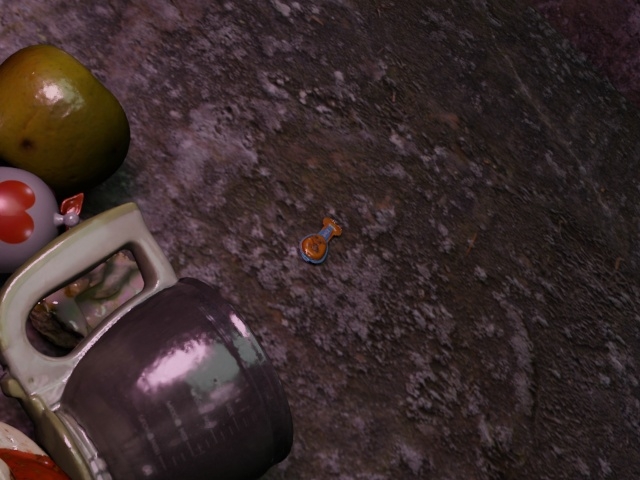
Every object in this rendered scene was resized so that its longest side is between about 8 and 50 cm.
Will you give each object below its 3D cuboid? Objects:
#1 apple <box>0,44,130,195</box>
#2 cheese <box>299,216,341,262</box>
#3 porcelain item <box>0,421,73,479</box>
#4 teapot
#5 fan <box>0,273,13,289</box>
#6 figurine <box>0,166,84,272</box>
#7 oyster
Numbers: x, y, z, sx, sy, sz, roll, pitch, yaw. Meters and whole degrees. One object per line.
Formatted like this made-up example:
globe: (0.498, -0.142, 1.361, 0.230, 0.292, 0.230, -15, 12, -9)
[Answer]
apple: (-0.343, -0.151, 1.017, 0.196, 0.196, 0.157, 42, 83, -3)
cheese: (0.000, 0.000, 1.273, 0.047, 0.017, 0.111, 44, 43, -4)
porcelain item: (-0.332, 0.272, 0.673, 0.253, 0.253, 0.253, 19, 49, -24)
teapot: (-0.190, 0.153, 0.836, 0.239, 0.239, 0.322, -28, 121, -32)
fan: (-0.390, 0.064, 0.937, 0.057, 0.023, 0.282, 40, 42, -7)
figurine: (-0.386, -0.029, 0.909, 0.226, 0.160, 0.183, 5, 57, -35)
oyster: (-0.266, 0.088, 0.982, 0.209, 0.072, 0.133, -20, 93, -51)
